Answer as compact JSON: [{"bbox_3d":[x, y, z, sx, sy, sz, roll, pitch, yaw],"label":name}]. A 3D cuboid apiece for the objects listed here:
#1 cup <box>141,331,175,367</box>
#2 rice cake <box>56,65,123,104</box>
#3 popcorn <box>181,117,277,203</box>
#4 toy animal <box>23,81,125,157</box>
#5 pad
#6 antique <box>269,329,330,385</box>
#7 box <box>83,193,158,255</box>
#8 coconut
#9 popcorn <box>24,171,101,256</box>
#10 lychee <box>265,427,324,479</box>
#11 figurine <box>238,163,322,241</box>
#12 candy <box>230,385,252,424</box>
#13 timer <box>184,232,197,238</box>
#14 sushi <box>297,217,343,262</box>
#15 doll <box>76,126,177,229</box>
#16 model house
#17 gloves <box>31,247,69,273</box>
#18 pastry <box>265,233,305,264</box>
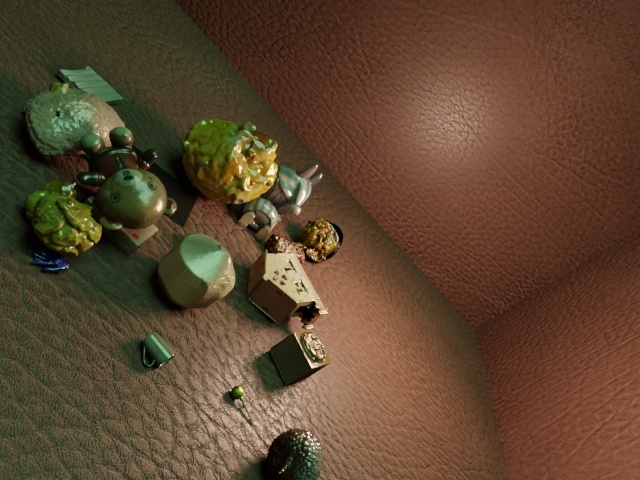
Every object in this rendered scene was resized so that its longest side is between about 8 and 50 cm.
[{"bbox_3d":[-0.443,0.297,1.276,0.083,0.075,0.054,49,-14,5],"label":"cup"},{"bbox_3d":[-0.875,-0.586,1.823,0.189,0.037,0.198,45,23,-15],"label":"rice cake"},{"bbox_3d":[-0.376,-0.315,1.978,0.354,0.390,0.344,63,42,-65],"label":"popcorn"},{"bbox_3d":[-0.770,-0.383,1.516,0.226,0.188,0.358,55,22,1],"label":"toy animal"},{"bbox_3d":[-0.626,-0.221,1.771,0.367,0.007,0.247,41,24,-23],"label":"pad"},{"bbox_3d":[-0.067,0.403,1.675,0.152,0.148,0.147,9,48,-62],"label":"antique"},{"bbox_3d":[-0.619,-0.064,1.474,0.201,0.058,0.141,45,23,-12],"label":"box"},{"bbox_3d":[-0.374,0.093,1.477,0.241,0.241,0.241,41,24,-23],"label":"coconut"},{"bbox_3d":[-0.667,-0.059,1.254,0.168,0.173,0.195,19,23,-50],"label":"popcorn"},{"bbox_3d":[-0.072,0.609,1.327,0.165,0.165,0.197,61,4,24],"label":"lychee"},{"bbox_3d":[-0.175,-0.234,2.157,0.266,0.377,0.361,41,23,-22],"label":"figurine"},{"bbox_3d":[-0.227,0.486,1.409,0.035,0.035,0.123,-19,80,-55],"label":"candy"},{"bbox_3d":[-0.421,0.042,1.696,0.128,0.047,0.140,18,39,-50],"label":"timer"},{"bbox_3d":[-0.006,-0.003,2.378,0.200,0.213,0.204,31,5,11],"label":"sushi"},{"bbox_3d":[-0.590,-0.173,1.422,0.235,0.174,0.330,-20,66,-34],"label":"doll"},{"bbox_3d":[-0.159,0.194,1.830,0.244,0.169,0.326,5,48,-51],"label":"model house"},{"bbox_3d":[-0.685,0.053,1.210,0.086,0.026,0.064,40,26,-25],"label":"gloves"},{"bbox_3d":[-0.150,0.047,2.135,0.208,0.097,0.115,34,45,-38],"label":"pastry"}]
